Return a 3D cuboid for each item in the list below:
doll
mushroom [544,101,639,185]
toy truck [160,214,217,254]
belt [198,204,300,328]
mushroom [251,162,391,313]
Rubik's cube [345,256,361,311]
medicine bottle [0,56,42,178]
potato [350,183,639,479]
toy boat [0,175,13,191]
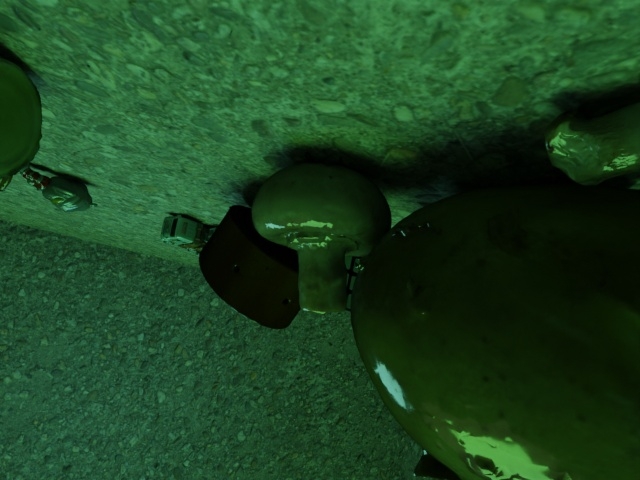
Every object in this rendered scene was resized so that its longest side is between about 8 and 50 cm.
[{"bbox_3d":[-0.604,-0.119,0.984,0.094,0.079,0.180,-2,151,48],"label":"doll"},{"bbox_3d":[0.285,-0.071,0.302,0.225,0.093,0.116,-3,-177,35],"label":"mushroom"},{"bbox_3d":[-0.343,-0.013,1.199,0.115,0.080,0.178,-3,163,35],"label":"toy truck"},{"bbox_3d":[-0.108,0.035,0.826,0.217,0.122,0.338,33,-173,-16],"label":"belt"},{"bbox_3d":[-0.008,-0.013,0.630,0.206,0.209,0.206,25,-170,-5],"label":"mushroom"},{"bbox_3d":[0.008,0.106,1.214,0.163,0.162,0.161,20,166,-39],"label":"Rubik's cube"},{"bbox_3d":[-0.424,-0.149,0.481,0.143,0.147,0.147,14,168,3],"label":"medicine bottle"},{"bbox_3d":[0.200,0.118,0.547,0.319,0.385,0.442,8,173,16],"label":"potato"},{"bbox_3d":[-0.681,-0.159,0.741,0.321,0.121,0.089,9,-168,13],"label":"toy boat"}]
